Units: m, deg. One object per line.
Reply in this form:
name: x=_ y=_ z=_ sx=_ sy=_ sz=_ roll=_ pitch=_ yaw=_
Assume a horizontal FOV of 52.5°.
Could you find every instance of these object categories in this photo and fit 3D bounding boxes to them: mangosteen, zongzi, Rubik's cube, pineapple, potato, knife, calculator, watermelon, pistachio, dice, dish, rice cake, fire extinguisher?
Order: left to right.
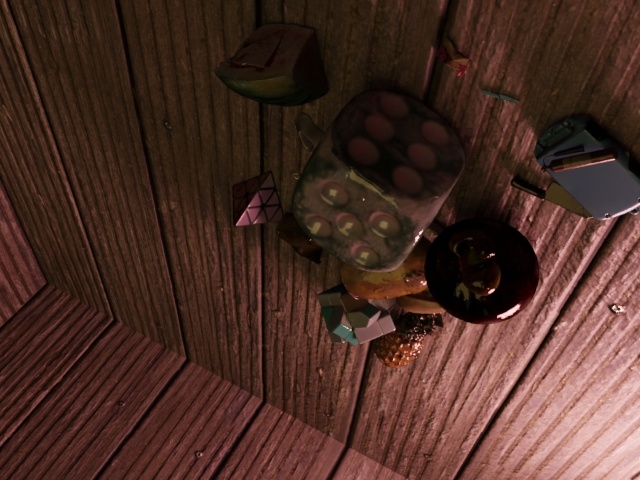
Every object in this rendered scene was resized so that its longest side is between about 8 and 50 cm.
Rubik's cube: x=-0.201 y=-0.090 z=2.166 sx=0.178 sy=0.190 sz=0.211 roll=35 pitch=153 yaw=-30
watermelon: x=-0.108 y=-0.452 z=1.693 sx=0.213 sy=0.201 sz=0.262 roll=12 pitch=-179 yaw=28
dish: x=-0.036 y=-0.298 z=1.866 sx=0.091 sy=0.039 sz=0.137 roll=-3 pitch=131 yaw=41
zongzi: x=0.000 y=0.000 z=2.125 sx=0.221 sy=0.112 sz=0.242 roll=-7 pitch=134 yaw=43
Rubik's cube: x=0.128 y=0.222 z=2.146 sx=0.213 sy=0.265 sz=0.224 roll=-11 pitch=99 yaw=47
dice: x=0.146 y=-0.150 z=1.638 sx=0.331 sy=0.328 sz=0.348 roll=31 pitch=144 yaw=5
potato: x=0.225 y=0.068 z=1.932 sx=0.266 sy=0.229 sz=0.229 roll=-7 pitch=127 yaw=41
pineapple: x=0.303 y=0.299 z=2.179 sx=0.169 sy=0.169 sz=0.340 roll=33 pitch=139 yaw=4
pistachio: x=0.329 y=0.165 z=2.030 sx=0.206 sy=0.131 sz=0.129 roll=5 pitch=93 yaw=30
rice cake: x=0.311 y=-0.036 z=1.870 sx=0.270 sy=0.055 sz=0.049 roll=37 pitch=128 yaw=0
mangosteen: x=0.421 y=0.086 z=1.709 sx=0.297 sy=0.293 sz=0.296 roll=6 pitch=112 yaw=15
knife: x=0.413 y=-0.332 z=1.490 sx=0.091 sy=0.005 sz=0.014 roll=23 pitch=144 yaw=17
knife: x=0.583 y=-0.110 z=1.593 sx=0.231 sy=0.028 sz=0.060 roll=27 pitch=131 yaw=10
fire extinguisher: x=0.560 y=-0.181 z=1.430 sx=0.173 sy=0.035 sz=0.049 roll=-10 pitch=128 yaw=41
calculator: x=0.624 y=-0.159 z=1.474 sx=0.293 sy=0.051 sz=0.173 roll=42 pitch=142 yaw=-8

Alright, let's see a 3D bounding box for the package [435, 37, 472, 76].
package: x=0.301 y=-0.414 z=1.470 sx=0.083 sy=0.029 sz=0.059 roll=45 pitch=152 yaw=5
